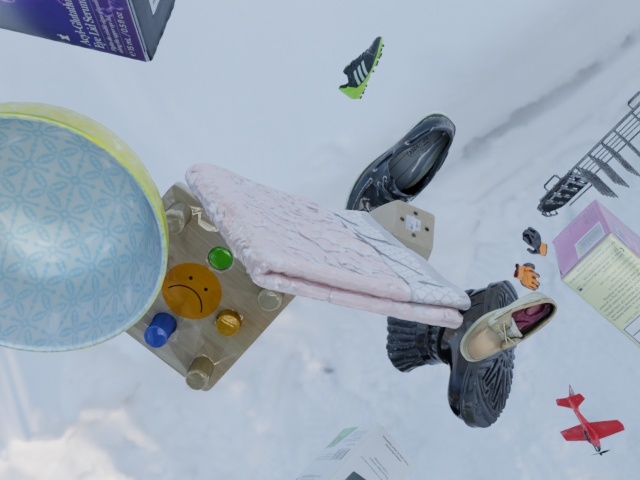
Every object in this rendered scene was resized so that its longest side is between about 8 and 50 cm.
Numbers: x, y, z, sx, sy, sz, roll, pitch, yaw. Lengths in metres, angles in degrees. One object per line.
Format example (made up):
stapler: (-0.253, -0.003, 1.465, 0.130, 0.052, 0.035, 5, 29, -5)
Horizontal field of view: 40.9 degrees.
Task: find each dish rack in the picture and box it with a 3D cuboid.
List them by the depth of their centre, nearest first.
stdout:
dish rack: (0.424, -0.119, 1.194, 0.271, 0.208, 0.074, -46, 71, 19)

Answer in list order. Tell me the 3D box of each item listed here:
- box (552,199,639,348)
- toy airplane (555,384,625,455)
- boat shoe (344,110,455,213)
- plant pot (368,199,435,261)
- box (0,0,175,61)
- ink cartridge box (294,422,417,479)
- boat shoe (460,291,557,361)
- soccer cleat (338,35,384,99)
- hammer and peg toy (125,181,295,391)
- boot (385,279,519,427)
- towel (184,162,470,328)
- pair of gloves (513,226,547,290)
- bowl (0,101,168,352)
box: (0.543, 0.070, 1.506, 0.243, 0.213, 0.117, 41, 110, -3)
toy airplane: (0.521, 0.357, 1.692, 0.151, 0.028, 0.151, 22, 122, 40)
boat shoe: (0.183, -0.143, 1.946, 0.340, 0.127, 0.113, -43, 21, 12)
plant pot: (0.132, -0.002, 1.408, 0.096, 0.109, 0.109, -48, 25, 49)
box: (-0.248, -0.266, 0.779, 0.207, 0.153, 0.108, 13, 70, 5)
ink cartridge box: (0.024, 0.511, 1.711, 0.121, 0.289, 0.211, 49, 156, -2)
boat shoe: (0.239, 0.109, 1.084, 0.050, 0.135, 0.045, 56, 174, -8)
soccer cleat: (0.100, -0.431, 2.122, 0.178, 0.072, 0.060, -63, 2, 34)
hammer and peg toy: (-0.243, 0.047, 1.325, 0.266, 0.361, 0.127, -49, 8, 18)
boot: (0.237, 0.226, 1.667, 0.260, 0.131, 0.348, -12, 32, 31)
towel: (0.000, 0.000, 1.152, 0.053, 0.317, 0.332, -68, 29, 14)
pair of gloves: (0.293, 0.026, 1.187, 0.010, 0.074, 0.083, 1, 70, 41)
bowl: (-0.300, -0.036, 0.935, 0.289, 0.290, 0.156, -53, 20, 26)
